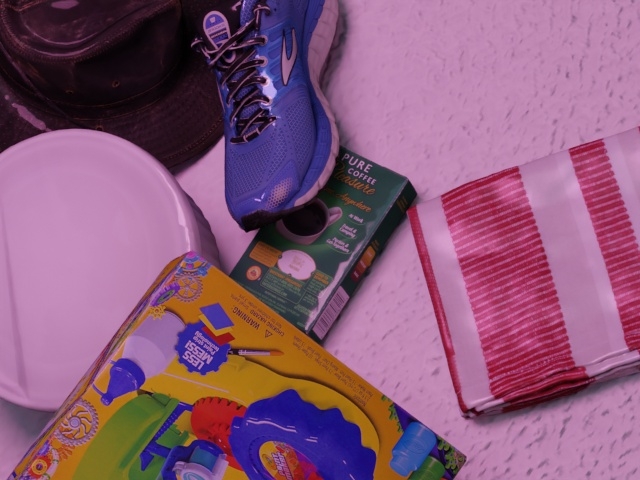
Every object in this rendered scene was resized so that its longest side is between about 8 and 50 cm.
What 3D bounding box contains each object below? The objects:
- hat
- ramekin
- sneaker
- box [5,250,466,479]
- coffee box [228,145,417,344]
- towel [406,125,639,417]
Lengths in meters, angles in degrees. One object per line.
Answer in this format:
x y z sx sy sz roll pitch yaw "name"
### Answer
-0.226 -0.224 1.845 0.331 0.134 0.331 4 67 -9 "hat"
-0.220 0.035 1.764 0.273 0.127 0.272 -4 79 20 "ramekin"
-0.069 -0.157 1.795 0.130 0.147 0.330 -23 51 30 "sneaker"
-0.086 0.208 1.562 0.290 0.177 0.279 37 80 -6 "box"
0.000 0.000 1.780 0.113 0.040 0.184 25 76 30 "coffee box"
0.257 0.013 1.688 0.329 0.037 0.237 -19 60 10 "towel"
